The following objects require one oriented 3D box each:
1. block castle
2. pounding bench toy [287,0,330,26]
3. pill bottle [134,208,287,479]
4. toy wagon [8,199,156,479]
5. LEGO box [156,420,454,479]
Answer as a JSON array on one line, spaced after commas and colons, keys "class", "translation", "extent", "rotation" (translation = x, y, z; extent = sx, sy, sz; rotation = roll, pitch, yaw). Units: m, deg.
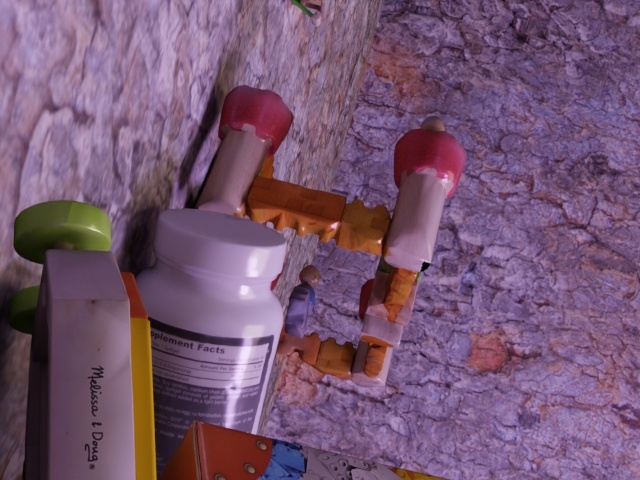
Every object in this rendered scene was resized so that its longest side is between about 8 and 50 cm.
[{"class": "block castle", "translation": [0.000, 0.000, 1.158], "extent": [0.453, 0.303, 0.213], "rotation": [97, 8, -60]}, {"class": "pounding bench toy", "translation": [-0.021, -0.352, 1.247], "extent": [0.052, 0.065, 0.083], "rotation": [95, 11, -66]}, {"class": "pill bottle", "translation": [-0.128, 0.118, 0.888], "extent": [0.162, 0.162, 0.279], "rotation": [-51, 155, -77]}, {"class": "toy wagon", "translation": [-0.165, 0.150, 0.545], "extent": [0.344, 0.068, 0.267], "rotation": [126, -38, -57]}, {"class": "LEGO box", "translation": [-0.029, 0.410, 0.660], "extent": [0.500, 0.372, 0.193], "rotation": [-57, -151, 24]}]
